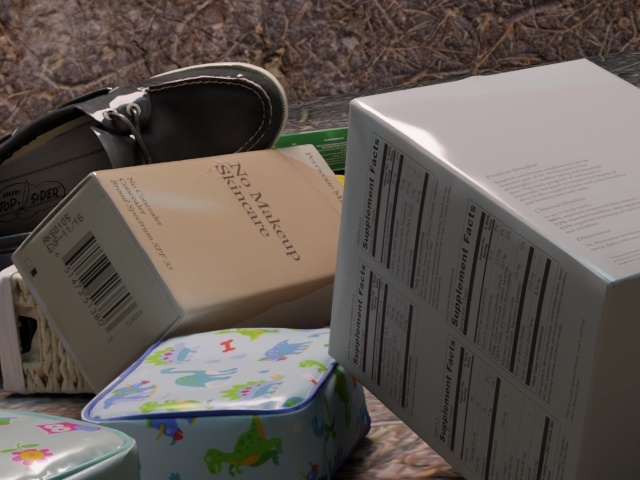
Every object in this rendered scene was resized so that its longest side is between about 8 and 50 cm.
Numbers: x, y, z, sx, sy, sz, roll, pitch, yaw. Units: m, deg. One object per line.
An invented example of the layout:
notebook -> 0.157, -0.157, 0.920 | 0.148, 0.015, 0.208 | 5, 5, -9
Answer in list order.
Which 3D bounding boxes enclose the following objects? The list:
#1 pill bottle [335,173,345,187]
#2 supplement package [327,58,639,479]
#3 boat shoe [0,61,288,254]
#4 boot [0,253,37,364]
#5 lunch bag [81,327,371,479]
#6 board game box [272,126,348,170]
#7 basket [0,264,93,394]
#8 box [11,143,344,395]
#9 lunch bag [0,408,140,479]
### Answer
pill bottle -> 0.000, 0.000, 1.767 | 0.119, 0.119, 0.208 | -2, 12, 21
supplement package -> 0.161, 0.032, 1.131 | 0.199, 0.198, 0.263 | -12, 32, -30
boat shoe -> -0.193, -0.068, 1.568 | 0.340, 0.127, 0.113 | -14, 6, 5
boot -> -0.317, 0.052, 1.744 | 0.247, 0.094, 0.207 | 9, 14, 34
lunch bag -> -0.066, 0.125, 1.252 | 0.176, 0.090, 0.219 | -3, 12, 12
board game box -> -0.062, -0.078, 1.866 | 0.317, 0.046, 0.213 | -10, -1, -41
basket -> -0.196, 0.066, 1.576 | 0.103, 0.113, 0.167 | 4, 15, 28
box -> -0.091, 0.017, 1.504 | 0.121, 0.148, 0.311 | -43, -15, 30
lunch bag -> -0.246, 0.182, 1.024 | 0.224, 0.107, 0.279 | 5, 16, 39
